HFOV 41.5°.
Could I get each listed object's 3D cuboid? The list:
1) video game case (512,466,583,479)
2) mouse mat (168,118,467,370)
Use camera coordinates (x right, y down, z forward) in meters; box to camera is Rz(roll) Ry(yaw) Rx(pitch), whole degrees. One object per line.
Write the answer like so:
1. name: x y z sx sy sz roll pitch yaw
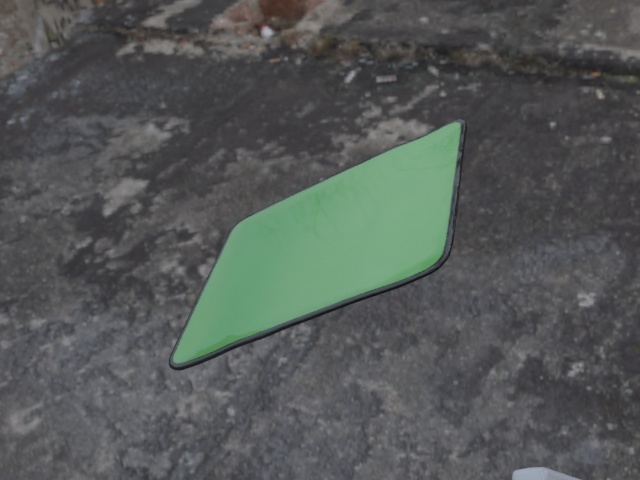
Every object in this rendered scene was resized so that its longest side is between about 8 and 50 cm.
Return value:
1. video game case: 0.267 0.370 0.712 0.036 0.329 0.300 -20 57 39
2. mouse mat: 0.000 0.000 0.502 0.189 0.007 0.153 -22 29 28
